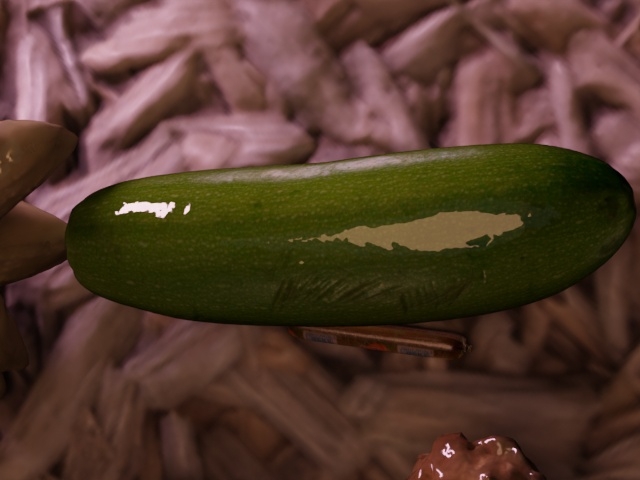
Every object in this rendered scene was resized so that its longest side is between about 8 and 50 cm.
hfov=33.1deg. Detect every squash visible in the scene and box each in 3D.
[{"bbox_3d":[0.000,0.001,0.519,0.292,0.082,0.082,-4,92,19],"label":"squash"}]

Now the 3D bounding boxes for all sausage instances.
[{"bbox_3d":[0.028,0.048,0.547,0.100,0.015,0.015,6,96,19],"label":"sausage"}]

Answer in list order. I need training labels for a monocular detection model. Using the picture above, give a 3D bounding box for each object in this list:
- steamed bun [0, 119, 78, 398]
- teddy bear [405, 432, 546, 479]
[{"bbox_3d":[-0.273,0.013,0.554,0.189,0.247,0.428,33,119,28],"label":"steamed bun"},{"bbox_3d":[0.193,0.162,0.388,0.296,0.246,0.222,33,126,-15],"label":"teddy bear"}]
